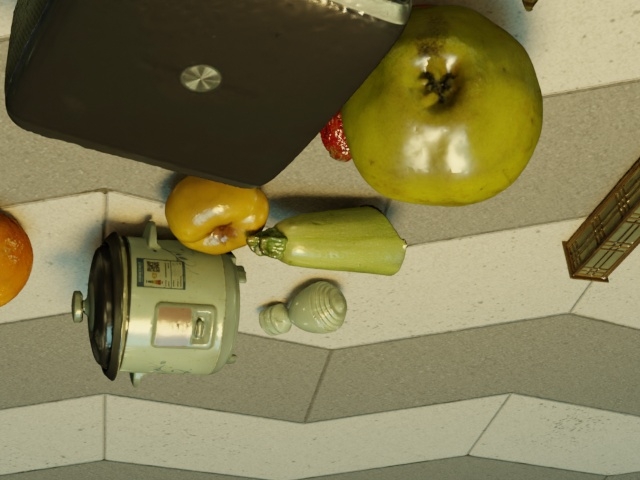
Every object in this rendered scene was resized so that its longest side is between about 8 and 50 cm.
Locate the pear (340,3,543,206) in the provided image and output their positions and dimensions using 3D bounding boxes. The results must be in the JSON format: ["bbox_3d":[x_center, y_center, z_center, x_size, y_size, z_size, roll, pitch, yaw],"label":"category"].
[{"bbox_3d":[0.176,-0.174,1.531,0.287,0.287,0.375,-8,161,4],"label":"pear"}]

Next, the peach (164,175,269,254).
[{"bbox_3d":[-0.175,-0.048,1.804,0.179,0.103,0.179,-7,149,-4],"label":"peach"}]

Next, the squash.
[{"bbox_3d":[-0.004,-0.008,1.858,0.287,0.137,0.137,3,146,-20],"label":"squash"}]

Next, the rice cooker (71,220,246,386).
[{"bbox_3d":[-0.297,0.118,1.902,0.316,0.264,0.317,-5,109,-16],"label":"rice cooker"}]

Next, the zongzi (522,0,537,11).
[{"bbox_3d":[0.340,-0.410,1.338,0.247,0.111,0.241,-21,151,17],"label":"zongzi"}]

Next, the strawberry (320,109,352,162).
[{"bbox_3d":[0.043,-0.173,1.649,0.106,0.106,0.106,-4,147,-3],"label":"strawberry"}]

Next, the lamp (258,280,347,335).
[{"bbox_3d":[-0.032,0.144,2.129,0.193,0.106,0.106,-17,146,35],"label":"lamp"}]

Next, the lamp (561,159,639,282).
[{"bbox_3d":[0.559,-0.044,1.935,0.090,0.089,0.325,7,144,-17],"label":"lamp"}]

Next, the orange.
[{"bbox_3d":[-0.593,0.038,1.819,0.193,0.161,0.193,-8,142,-6],"label":"orange"}]

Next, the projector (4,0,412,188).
[{"bbox_3d":[-0.152,-0.289,1.321,0.395,0.242,0.405,13,143,-28],"label":"projector"}]
